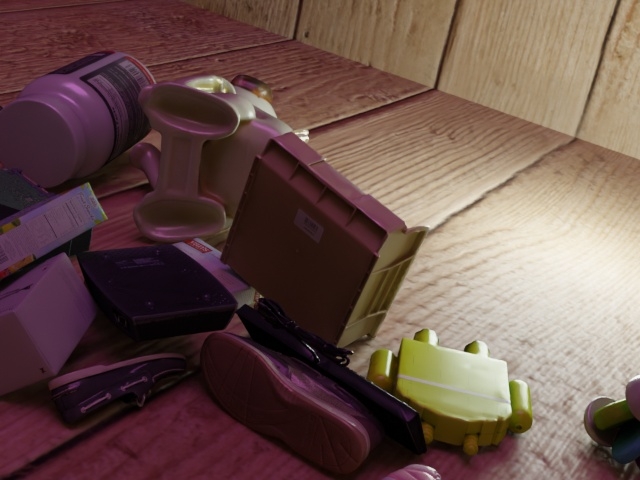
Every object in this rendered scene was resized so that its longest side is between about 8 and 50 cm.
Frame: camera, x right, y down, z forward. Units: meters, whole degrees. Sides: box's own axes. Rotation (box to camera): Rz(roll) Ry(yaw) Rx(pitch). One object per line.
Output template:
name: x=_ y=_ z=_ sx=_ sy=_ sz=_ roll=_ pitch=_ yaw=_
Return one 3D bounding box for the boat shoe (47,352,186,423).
boat shoe: x=-0.263 y=0.196 z=1.289 sx=0.206 sy=0.075 sz=0.064 roll=-7 pitch=73 yaw=-45

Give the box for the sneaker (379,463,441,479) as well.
sneaker: x=0.142 y=0.319 z=1.189 sx=0.134 sy=0.050 sz=0.070 roll=26 pitch=33 yaw=37

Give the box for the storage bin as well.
storage bin: x=0.000 y=0.000 z=1.502 sx=0.262 sy=0.260 sz=0.123 roll=41 pitch=39 yaw=23

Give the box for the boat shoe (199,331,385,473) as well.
boat shoe: x=-0.040 y=0.209 z=1.297 sx=0.285 sy=0.102 sz=0.092 roll=27 pitch=20 yaw=29

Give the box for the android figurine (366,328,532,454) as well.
android figurine: x=0.190 y=0.220 z=1.417 sx=0.248 sy=0.056 sz=0.273 roll=13 pitch=24 yaw=1

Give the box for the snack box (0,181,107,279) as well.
snack box: x=-0.443 y=0.000 z=1.402 sx=0.175 sy=0.070 sz=0.207 roll=-15 pitch=16 yaw=41

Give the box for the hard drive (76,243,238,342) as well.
hard drive: x=-0.241 y=0.072 z=1.392 sx=0.172 sy=0.054 sz=0.255 roll=-6 pitch=22 yaw=-30

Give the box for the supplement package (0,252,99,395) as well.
supplement package: x=-0.389 y=0.110 z=1.292 sx=0.105 sy=0.105 sz=0.179 roll=-20 pitch=20 yaw=14

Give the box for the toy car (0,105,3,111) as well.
toy car: x=-0.730 y=-0.268 z=2.047 sx=0.225 sy=0.053 sz=0.239 roll=24 pitch=28 yaw=24

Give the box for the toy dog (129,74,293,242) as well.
toy dog: x=-0.176 y=-0.198 z=1.867 sx=0.396 sy=0.284 sz=0.408 roll=-2 pitch=19 yaw=-4

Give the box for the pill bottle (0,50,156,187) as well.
pill bottle: x=-0.479 y=-0.243 z=1.919 sx=0.210 sy=0.210 sz=0.363 roll=16 pitch=25 yaw=9

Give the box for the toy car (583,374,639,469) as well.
toy car: x=0.477 y=0.270 z=1.370 sx=0.182 sy=0.159 sz=0.136 roll=1 pitch=63 yaw=-22

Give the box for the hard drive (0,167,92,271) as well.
hard drive: x=-0.575 y=-0.021 z=1.561 sx=0.237 sy=0.064 sz=0.339 roll=32 pitch=32 yaw=29

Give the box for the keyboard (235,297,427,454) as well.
keyboard: x=0.006 y=0.167 z=1.312 sx=0.317 sy=0.201 sz=0.033 roll=28 pitch=67 yaw=32

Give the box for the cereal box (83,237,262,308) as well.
cereal box: x=-0.232 y=0.072 z=1.553 sx=0.173 sy=0.047 sz=0.240 roll=30 pitch=30 yaw=33
